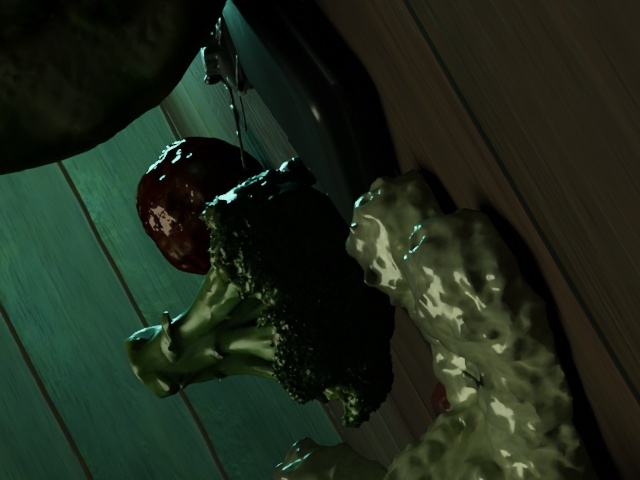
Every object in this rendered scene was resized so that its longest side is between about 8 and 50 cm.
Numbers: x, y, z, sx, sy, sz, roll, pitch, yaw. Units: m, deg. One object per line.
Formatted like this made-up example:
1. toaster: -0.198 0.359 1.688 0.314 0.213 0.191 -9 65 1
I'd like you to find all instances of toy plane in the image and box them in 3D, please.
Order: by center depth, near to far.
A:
1. toy plane: -0.098 -0.194 1.427 0.226 0.058 0.226 -128 27 -55

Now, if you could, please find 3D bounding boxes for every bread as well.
1. bread: -0.246 -0.242 0.967 0.381 0.366 0.129 24 -178 -10

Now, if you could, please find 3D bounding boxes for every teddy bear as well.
1. teddy bear: 0.012 0.208 0.913 0.375 0.362 0.327 62 173 -19

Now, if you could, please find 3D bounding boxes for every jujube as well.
1. jujube: -0.153 -0.050 1.932 0.197 0.197 0.290 61 -172 8

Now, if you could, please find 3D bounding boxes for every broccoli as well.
1. broccoli: -0.060 0.061 1.274 0.254 0.269 0.269 -106 -5 -46

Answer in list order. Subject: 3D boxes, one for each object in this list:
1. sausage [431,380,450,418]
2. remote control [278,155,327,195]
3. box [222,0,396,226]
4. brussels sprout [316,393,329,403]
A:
1. sausage: 0.125 0.141 1.090 0.094 0.054 0.059 58 173 26
2. remote control: 0.000 0.000 1.524 0.244 0.047 0.087 72 171 -50
3. box: -0.015 -0.127 1.080 0.230 0.050 0.160 56 171 39
4. brussels sprout: 0.013 0.159 1.915 0.181 0.100 0.139 40 -143 -71
